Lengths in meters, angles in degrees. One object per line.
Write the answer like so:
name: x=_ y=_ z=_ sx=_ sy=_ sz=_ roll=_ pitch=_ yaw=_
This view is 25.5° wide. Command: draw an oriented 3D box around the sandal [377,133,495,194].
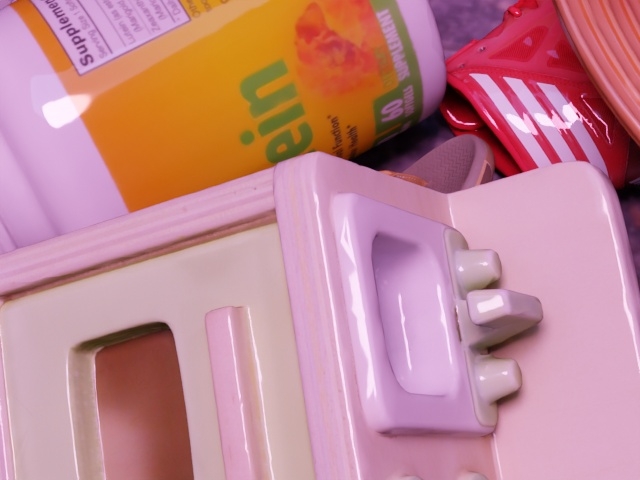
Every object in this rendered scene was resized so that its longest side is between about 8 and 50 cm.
sandal: x=0.000 y=0.000 z=0.652 sx=0.180 sy=0.049 sz=0.072 roll=-29 pitch=29 yaw=2

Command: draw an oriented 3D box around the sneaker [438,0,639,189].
sneaker: x=0.112 y=-0.124 z=0.694 sx=0.128 sy=0.087 sz=0.221 roll=-9 pitch=60 yaw=5

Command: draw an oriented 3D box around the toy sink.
toy sink: x=-0.006 y=0.060 z=0.532 sx=0.234 sy=0.131 sz=0.153 roll=-15 pitch=76 yaw=27

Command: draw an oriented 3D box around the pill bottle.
pill bottle: x=-0.078 y=-0.065 z=0.658 sx=0.246 sy=0.136 sz=0.136 roll=-29 pitch=61 yaw=-11

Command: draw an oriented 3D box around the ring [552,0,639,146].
ring: x=0.244 y=-0.086 z=0.610 sx=0.336 sy=0.032 sz=0.336 roll=10 pitch=54 yaw=-13

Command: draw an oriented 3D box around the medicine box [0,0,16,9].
medicine box: x=-0.185 y=-0.211 z=0.759 sx=0.289 sy=0.149 sz=0.263 roll=-38 pitch=63 yaw=-10

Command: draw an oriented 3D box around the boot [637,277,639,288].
boot: x=0.130 y=0.026 z=0.617 sx=0.246 sy=0.083 sz=0.161 roll=-42 pitch=57 yaw=-14
